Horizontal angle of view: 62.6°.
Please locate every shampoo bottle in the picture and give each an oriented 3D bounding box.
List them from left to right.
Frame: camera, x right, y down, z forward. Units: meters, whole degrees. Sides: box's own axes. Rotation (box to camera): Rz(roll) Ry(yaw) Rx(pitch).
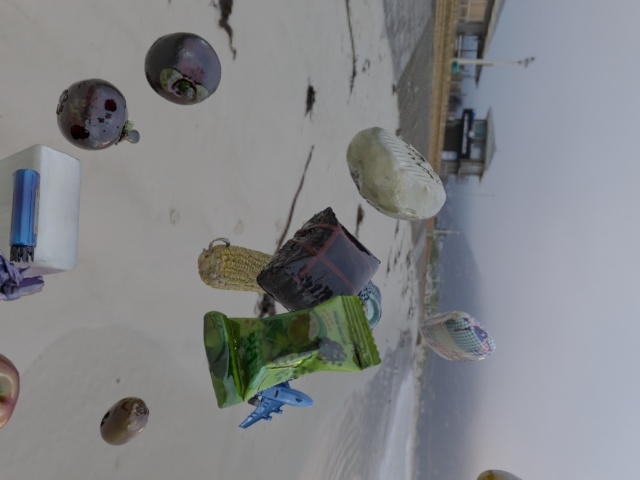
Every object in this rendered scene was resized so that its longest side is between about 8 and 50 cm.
[{"bbox_3d":[-0.590,-0.045,1.050,0.087,0.050,0.183,-12,-104,62],"label":"shampoo bottle"}]

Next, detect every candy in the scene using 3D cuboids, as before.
[{"bbox_3d":[-0.806,-0.076,1.487,0.145,0.207,0.359,36,45,-63],"label":"candy"},{"bbox_3d":[-0.040,0.153,0.763,0.069,0.246,0.149,92,-16,-48],"label":"candy"}]

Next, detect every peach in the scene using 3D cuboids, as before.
[{"bbox_3d":[-0.969,0.413,1.396,0.245,0.274,0.249,40,36,-58],"label":"peach"}]

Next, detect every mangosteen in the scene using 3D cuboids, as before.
[{"bbox_3d":[-0.687,-0.385,1.676,0.289,0.231,0.232,18,75,-51],"label":"mangosteen"},{"bbox_3d":[-0.383,-0.481,1.509,0.216,0.215,0.216,4,90,-79],"label":"mangosteen"}]

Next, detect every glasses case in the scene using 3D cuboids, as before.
[{"bbox_3d":[0.327,0.236,1.297,0.076,0.125,0.327,-43,175,-13],"label":"glasses case"}]

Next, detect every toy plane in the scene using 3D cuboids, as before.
[{"bbox_3d":[-0.150,0.445,1.564,0.105,0.271,0.254,71,35,-77],"label":"toy plane"}]

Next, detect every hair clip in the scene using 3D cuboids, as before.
[{"bbox_3d":[-0.559,0.074,0.913,0.278,0.136,0.091,-21,-96,66],"label":"hair clip"}]

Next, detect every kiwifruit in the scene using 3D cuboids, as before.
[{"bbox_3d":[-0.372,0.342,0.996,0.124,0.075,0.075,-40,-161,35],"label":"kiwifruit"}]

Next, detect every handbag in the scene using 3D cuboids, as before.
[{"bbox_3d":[-0.001,0.055,0.998,0.169,0.155,0.215,51,43,-12],"label":"handbag"}]

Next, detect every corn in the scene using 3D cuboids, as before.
[{"bbox_3d":[-0.152,0.066,1.160,0.293,0.106,0.107,17,76,-57],"label":"corn"}]

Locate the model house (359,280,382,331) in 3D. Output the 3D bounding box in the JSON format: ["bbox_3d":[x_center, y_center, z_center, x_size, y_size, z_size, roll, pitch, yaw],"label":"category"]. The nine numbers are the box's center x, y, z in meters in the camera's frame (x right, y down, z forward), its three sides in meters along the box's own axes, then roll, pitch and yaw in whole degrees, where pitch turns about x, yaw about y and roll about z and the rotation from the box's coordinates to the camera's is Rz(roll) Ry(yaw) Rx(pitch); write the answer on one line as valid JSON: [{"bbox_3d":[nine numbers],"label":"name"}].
[{"bbox_3d":[0.073,0.187,1.260,0.253,0.184,0.291,-62,-172,-14],"label":"model house"}]

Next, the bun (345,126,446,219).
[{"bbox_3d":[0.173,-0.140,1.246,0.168,0.273,0.273,-47,-177,21],"label":"bun"}]

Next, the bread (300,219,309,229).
[{"bbox_3d":[0.001,-0.001,2.015,0.085,0.173,0.134,-55,166,1],"label":"bread"}]

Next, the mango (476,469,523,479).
[{"bbox_3d":[0.399,0.542,1.096,0.098,0.137,0.195,-49,121,-2],"label":"mango"}]
